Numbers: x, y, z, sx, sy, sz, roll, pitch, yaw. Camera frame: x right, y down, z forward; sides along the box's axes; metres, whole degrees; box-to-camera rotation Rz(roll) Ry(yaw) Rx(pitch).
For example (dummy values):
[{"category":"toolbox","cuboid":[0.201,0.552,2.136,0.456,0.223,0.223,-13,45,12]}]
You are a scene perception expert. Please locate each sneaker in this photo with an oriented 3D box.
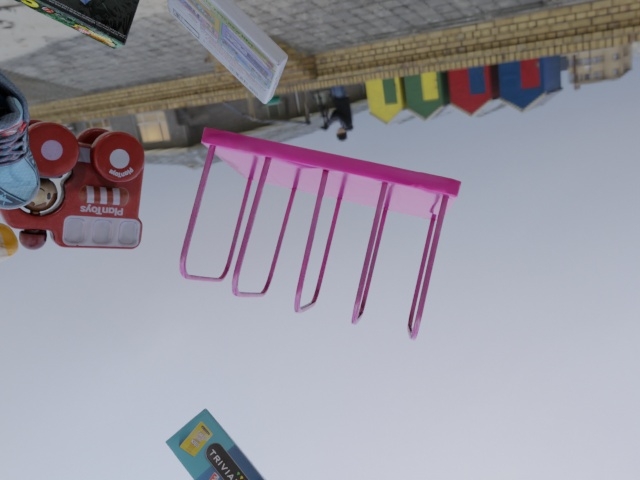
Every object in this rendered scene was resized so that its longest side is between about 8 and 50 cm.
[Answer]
[{"category":"sneaker","cuboid":[-0.355,-0.117,0.583,0.125,0.261,0.104,25,-123,24]}]

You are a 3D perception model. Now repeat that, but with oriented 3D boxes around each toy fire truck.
[{"category":"toy fire truck","cuboid":[-0.497,-0.103,1.134,0.302,0.253,0.169,1,-169,-39]}]

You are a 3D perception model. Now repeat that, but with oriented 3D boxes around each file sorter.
[{"category":"file sorter","cuboid":[0.000,0.000,0.714,0.291,0.182,0.202,13,176,8]}]

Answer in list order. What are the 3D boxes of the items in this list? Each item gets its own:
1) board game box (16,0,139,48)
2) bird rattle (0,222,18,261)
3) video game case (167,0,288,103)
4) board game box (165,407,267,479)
[{"category":"board game box","cuboid":[-0.246,-0.258,0.403,0.260,0.136,0.030,20,175,-38]},{"category":"bird rattle","cuboid":[-0.371,0.040,0.466,0.254,0.143,0.207,-37,172,9]},{"category":"video game case","cuboid":[-0.141,-0.303,0.824,0.023,0.212,0.193,-47,-173,-9]},{"category":"board game box","cuboid":[-0.124,0.427,0.959,0.079,0.254,0.336,-39,163,-19]}]
